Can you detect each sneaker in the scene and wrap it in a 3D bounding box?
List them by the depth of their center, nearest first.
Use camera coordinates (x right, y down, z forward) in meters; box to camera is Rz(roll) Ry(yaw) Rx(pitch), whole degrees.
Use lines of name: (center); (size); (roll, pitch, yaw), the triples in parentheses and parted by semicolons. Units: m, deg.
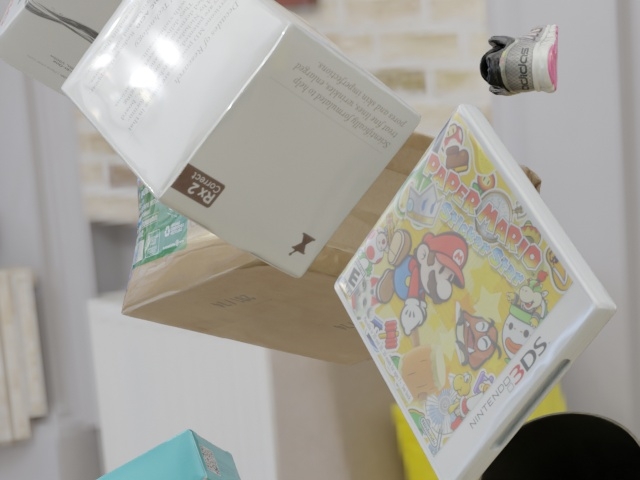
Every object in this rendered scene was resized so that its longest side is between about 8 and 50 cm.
sneaker: (0.192, -0.175, 1.528); (0.074, 0.063, 0.170); (1, 14, 9)

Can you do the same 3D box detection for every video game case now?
video game case: (0.109, 0.043, 1.219); (0.026, 0.206, 0.227); (8, 39, -37)

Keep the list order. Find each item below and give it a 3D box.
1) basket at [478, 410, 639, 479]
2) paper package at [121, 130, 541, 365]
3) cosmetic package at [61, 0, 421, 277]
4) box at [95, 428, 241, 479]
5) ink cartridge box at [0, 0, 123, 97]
basket: (0.308, 0.297, 1.641); (0.204, 0.154, 0.227); (1, -30, 47)
paper package: (0.000, 0.000, 1.595); (0.309, 0.168, 0.325); (15, -19, -28)
cosmetic package: (-0.060, -0.099, 1.137); (0.151, 0.151, 0.183); (30, 10, -43)
box: (-0.206, 0.287, 1.627); (0.244, 0.060, 0.100); (-30, -32, 10)
ink cartridge box: (-0.202, -0.297, 1.586); (0.121, 0.211, 0.289); (29, -34, -20)
